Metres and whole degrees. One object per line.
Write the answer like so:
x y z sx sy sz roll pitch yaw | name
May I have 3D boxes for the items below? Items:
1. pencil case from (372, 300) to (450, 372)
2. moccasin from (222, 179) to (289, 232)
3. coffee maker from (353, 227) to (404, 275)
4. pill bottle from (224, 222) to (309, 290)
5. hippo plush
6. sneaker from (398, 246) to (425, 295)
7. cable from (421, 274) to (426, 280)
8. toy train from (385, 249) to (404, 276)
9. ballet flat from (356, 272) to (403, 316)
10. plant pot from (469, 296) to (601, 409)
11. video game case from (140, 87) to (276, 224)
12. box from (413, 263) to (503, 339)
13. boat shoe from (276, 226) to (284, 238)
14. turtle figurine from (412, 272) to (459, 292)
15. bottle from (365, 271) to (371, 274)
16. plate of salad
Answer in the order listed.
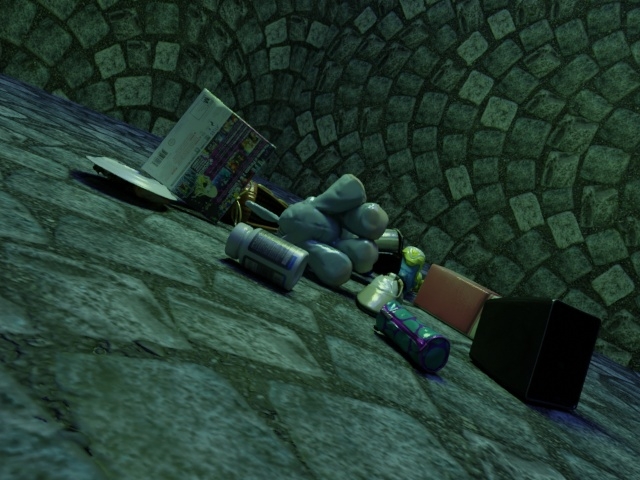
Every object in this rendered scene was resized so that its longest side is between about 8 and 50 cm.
0.151 0.158 0.923 0.070 0.064 0.151 40 -3 -31 | pencil case
-0.210 -0.101 1.418 0.147 0.139 0.380 19 -9 43 | moccasin
0.119 0.046 1.460 0.178 0.171 0.120 3 -10 -11 | coffee maker
-0.097 0.026 0.981 0.137 0.078 0.078 27 6 10 | pill bottle
0.000 0.000 1.282 0.294 0.234 0.236 -17 -6 -9 | hippo plush
0.233 0.113 1.589 0.091 0.126 0.240 28 -23 18 | sneaker
0.417 0.176 1.912 0.150 0.047 0.184 31 -7 -30 | cable
0.162 0.042 1.826 0.248 0.105 0.143 25 -4 -4 | toy train
0.140 0.110 1.208 0.086 0.086 0.248 27 7 14 | ballet flat
0.411 0.208 1.089 0.187 0.188 0.167 21 -5 -35 | plant pot
-0.254 -0.190 1.260 0.210 0.232 0.042 38 -1 -17 | video game case
0.393 0.174 1.462 0.232 0.127 0.148 30 7 40 | box
0.015 -0.051 1.505 0.302 0.094 0.109 -18 51 -43 | boat shoe
0.349 0.139 1.704 0.269 0.087 0.217 41 -24 -25 | turtle figurine
0.045 0.000 1.636 0.282 0.092 0.118 27 -23 10 | bottle
-0.399 -0.122 1.156 0.199 0.048 0.200 27 2 -1 | plate of salad
